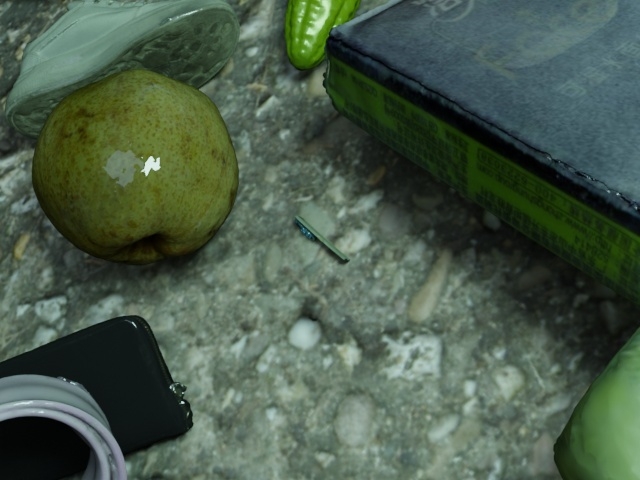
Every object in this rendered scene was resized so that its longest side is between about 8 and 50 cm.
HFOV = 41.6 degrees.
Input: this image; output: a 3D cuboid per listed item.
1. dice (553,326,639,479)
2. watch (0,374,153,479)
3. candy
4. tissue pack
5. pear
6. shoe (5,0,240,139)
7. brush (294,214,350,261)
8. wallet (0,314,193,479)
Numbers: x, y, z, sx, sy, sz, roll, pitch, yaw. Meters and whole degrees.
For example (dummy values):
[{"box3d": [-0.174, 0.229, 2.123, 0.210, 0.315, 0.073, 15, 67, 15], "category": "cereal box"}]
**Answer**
[{"box3d": [0.349, 0.166, 0.645, 0.252, 0.250, 0.254, -46, 64, -4], "category": "dice"}, {"box3d": [-0.299, 0.257, 0.814, 0.248, 0.211, 0.217, -36, 106, -13], "category": "watch"}, {"box3d": [0.006, -0.299, 1.010, 0.096, 0.097, 0.209, 13, 78, 21], "category": "candy"}, {"box3d": [0.234, -0.135, 0.790, 0.288, 0.124, 0.394, -32, 50, -24], "category": "tissue pack"}, {"box3d": [-0.206, -0.071, 0.934, 0.228, 0.188, 0.211, -19, 53, 9], "category": "pear"}, {"box3d": [-0.257, -0.250, 1.061, 0.316, 0.124, 0.159, -23, 59, 8], "category": "shoe"}, {"box3d": [0.000, 0.000, 0.942, 0.083, 0.016, 0.013, 40, 98, 26], "category": "brush"}, {"box3d": [-0.268, 0.178, 0.919, 0.250, 0.044, 0.149, -23, 94, 10], "category": "wallet"}]
